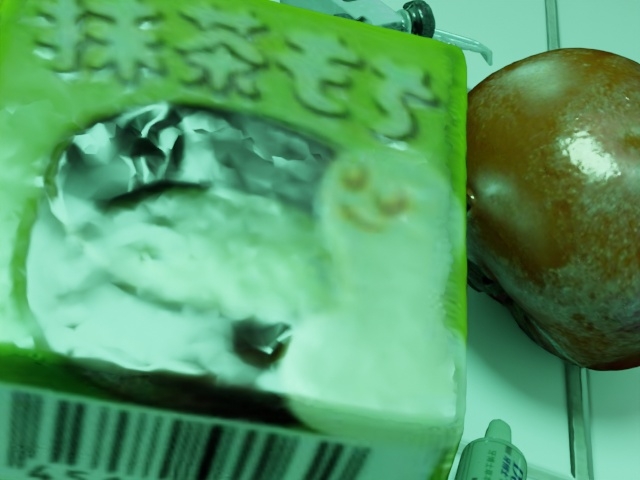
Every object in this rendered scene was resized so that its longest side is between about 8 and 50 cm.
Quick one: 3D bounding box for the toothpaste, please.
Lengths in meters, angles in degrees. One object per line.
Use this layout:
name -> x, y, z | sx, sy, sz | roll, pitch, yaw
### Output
toothpaste -> 0.085, 0.179, 0.593 | 0.064, 0.041, 0.218 | 26, 38, -3

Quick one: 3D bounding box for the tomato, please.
tomato -> 0.188, -0.023, 0.749 | 0.232, 0.188, 0.232 | 44, -2, 2

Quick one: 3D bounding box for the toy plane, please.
toy plane -> 0.031, -0.188, 0.995 | 0.251, 0.101, 0.255 | -15, 48, -25

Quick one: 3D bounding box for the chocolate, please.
chocolate -> -0.061, -0.005, 0.601 | 0.301, 0.137, 0.288 | 12, 56, -11
